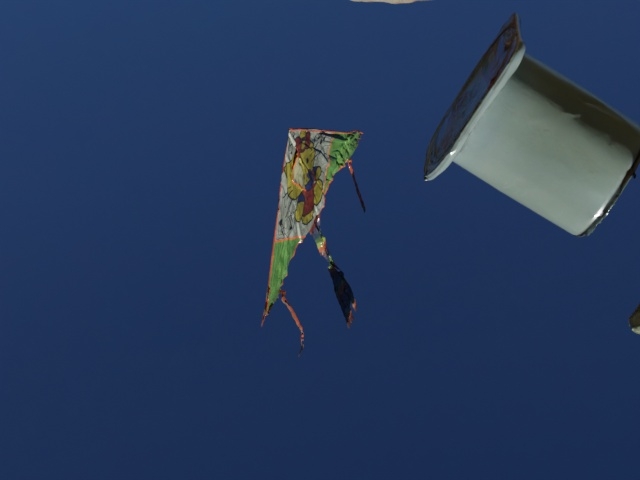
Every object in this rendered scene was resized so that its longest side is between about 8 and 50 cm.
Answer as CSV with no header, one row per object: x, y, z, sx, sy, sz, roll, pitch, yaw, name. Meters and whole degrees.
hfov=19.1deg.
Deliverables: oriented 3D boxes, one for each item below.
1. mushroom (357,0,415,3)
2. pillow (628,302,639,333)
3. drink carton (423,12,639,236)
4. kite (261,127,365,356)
0.154,-0.364,1.820,0.313,0.224,0.397,-24,-156,-31,mushroom
0.457,-0.006,2.016,0.185,0.075,0.302,14,-114,25,pillow
0.235,-0.112,2.072,0.189,0.191,0.185,30,-163,-11,drink carton
0.000,0.000,1.434,0.006,0.244,0.198,11,-124,22,kite
